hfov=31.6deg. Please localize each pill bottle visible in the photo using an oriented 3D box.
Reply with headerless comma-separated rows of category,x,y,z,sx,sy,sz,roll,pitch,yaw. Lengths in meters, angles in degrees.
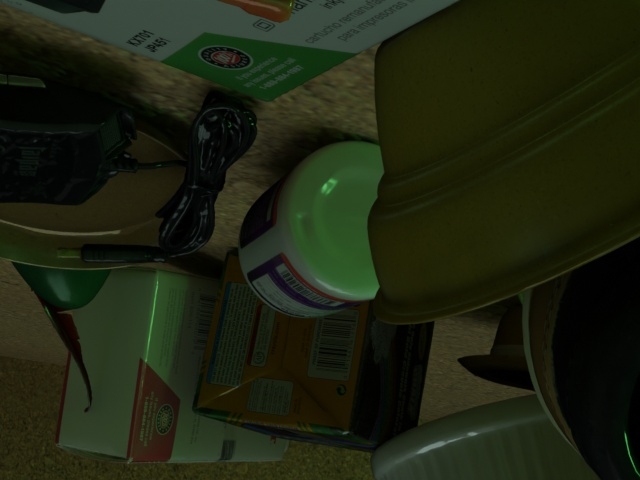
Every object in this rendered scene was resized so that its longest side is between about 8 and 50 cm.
pill bottle,0.000,0.000,0.829,0.108,0.108,0.193,14,167,-14

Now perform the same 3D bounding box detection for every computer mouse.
computer mouse,-0.184,-0.048,0.747,0.262,0.060,0.184,-3,148,-18

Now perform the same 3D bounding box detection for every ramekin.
ramekin,0.195,0.257,1.178,0.273,0.127,0.273,-10,157,-4

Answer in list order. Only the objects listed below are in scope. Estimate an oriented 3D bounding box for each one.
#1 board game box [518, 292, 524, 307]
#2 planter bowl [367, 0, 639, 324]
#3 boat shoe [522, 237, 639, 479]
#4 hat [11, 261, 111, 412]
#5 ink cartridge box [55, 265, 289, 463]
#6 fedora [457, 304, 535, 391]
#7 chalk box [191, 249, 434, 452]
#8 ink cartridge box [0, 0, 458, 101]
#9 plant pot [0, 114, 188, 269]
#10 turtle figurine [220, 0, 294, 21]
board game box,0.214,0.035,0.952,0.092,0.043,0.181,6,167,17
planter bowl,0.086,-0.067,0.403,0.090,0.217,0.217,56,156,-7
boat shoe,0.306,0.022,0.320,0.500,0.186,0.156,-6,-171,16
hat,-0.262,0.054,1.089,0.209,0.183,0.173,21,162,-32
ink cartridge box,-0.152,0.148,1.306,0.117,0.207,0.283,3,172,33
fedora,0.242,0.114,1.193,0.194,0.079,0.194,10,167,2
chalk box,0.013,0.137,1.260,0.179,0.180,0.289,5,165,22
ink cartridge box,-0.068,-0.130,0.358,0.208,0.086,0.153,18,165,-25
plant pot,-0.199,-0.045,0.843,0.236,0.032,0.236,1,151,0
turtle figurine,0.052,-0.143,0.214,0.270,0.087,0.217,-11,163,-1
